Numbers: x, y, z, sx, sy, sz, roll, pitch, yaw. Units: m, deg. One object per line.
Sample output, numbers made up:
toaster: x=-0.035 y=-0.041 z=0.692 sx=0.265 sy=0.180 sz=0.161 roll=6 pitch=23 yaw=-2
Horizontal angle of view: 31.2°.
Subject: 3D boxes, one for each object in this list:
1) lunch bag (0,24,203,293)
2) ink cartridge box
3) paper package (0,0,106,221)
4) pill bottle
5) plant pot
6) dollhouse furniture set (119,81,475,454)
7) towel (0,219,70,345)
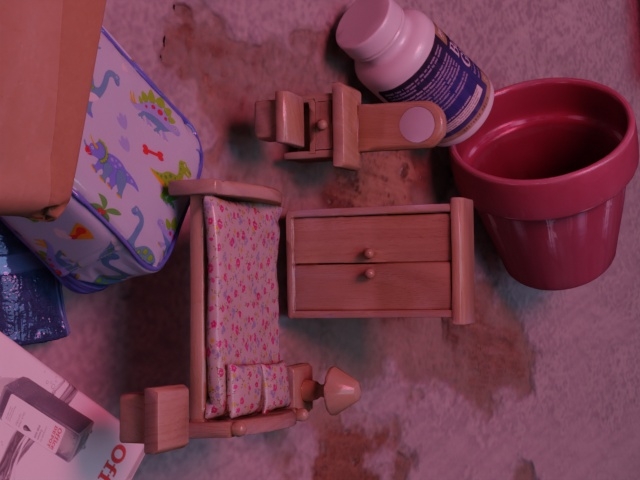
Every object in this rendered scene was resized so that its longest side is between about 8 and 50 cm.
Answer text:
lunch bag: x=-0.189 y=-0.081 z=0.871 sx=0.219 sy=0.090 sz=0.176 roll=48 pitch=37 yaw=-33
ink cartridge box: x=-0.251 y=0.156 z=0.821 sx=0.218 sy=0.092 sz=0.158 roll=46 pitch=58 yaw=-35
paper package: x=-0.265 y=-0.194 z=0.647 sx=0.168 sy=0.309 sz=0.324 roll=8 pitch=93 yaw=-50
pill bottle: x=0.095 y=-0.176 z=1.169 sx=0.169 sy=0.094 sz=0.094 roll=36 pitch=64 yaw=-38
plant pot: x=0.253 y=-0.053 z=1.265 sx=0.201 sy=0.201 sz=0.180 roll=-48 pitch=135 yaw=-34
dollhouse furniture set: x=0.000 y=0.000 z=0.924 sx=0.355 sy=0.174 sz=0.303 roll=5 pitch=83 yaw=-69
towel: x=-0.232 y=0.024 z=0.888 sx=0.067 sy=0.029 sz=0.119 roll=-8 pitch=94 yaw=-43
